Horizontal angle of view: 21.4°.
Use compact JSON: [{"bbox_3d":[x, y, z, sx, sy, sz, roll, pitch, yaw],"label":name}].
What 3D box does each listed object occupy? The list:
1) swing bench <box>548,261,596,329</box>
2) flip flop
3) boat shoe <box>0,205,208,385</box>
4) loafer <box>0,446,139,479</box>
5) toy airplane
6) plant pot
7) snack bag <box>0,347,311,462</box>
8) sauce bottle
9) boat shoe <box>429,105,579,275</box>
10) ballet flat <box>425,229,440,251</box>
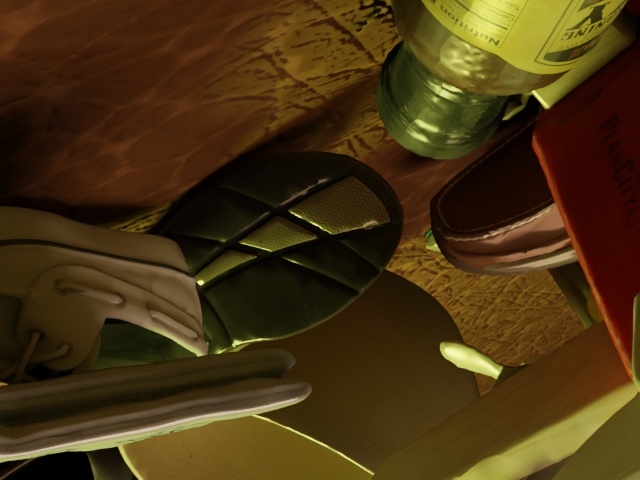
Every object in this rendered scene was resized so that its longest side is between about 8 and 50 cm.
[{"bbox_3d":[0.289,-0.036,1.299,0.253,0.254,0.165,-30,137,0],"label":"swing bench"},{"bbox_3d":[-0.065,0.031,1.084,0.277,0.112,0.080,-39,-171,28],"label":"flip flop"},{"bbox_3d":[-0.151,0.040,0.921,0.095,0.084,0.258,-39,156,32],"label":"boat shoe"},{"bbox_3d":[-0.197,0.208,1.421,0.302,0.109,0.095,-27,162,3],"label":"loafer"},{"bbox_3d":[0.227,0.028,0.934,0.386,0.272,0.384,11,-110,52],"label":"toy airplane"},{"bbox_3d":[0.011,0.129,1.305,0.191,0.284,0.284,-62,-176,-30],"label":"plant pot"},{"bbox_3d":[-0.222,0.102,0.812,0.343,0.037,0.323,-5,173,-29],"label":"snack bag"},{"bbox_3d":[0.093,-0.138,0.769,0.111,0.111,0.344,-25,167,-17],"label":"sauce bottle"},{"bbox_3d":[0.214,-0.092,1.188,0.324,0.123,0.116,-31,134,-3],"label":"boat shoe"},{"bbox_3d":[0.170,-0.015,1.457,0.168,0.052,0.057,-23,165,-22],"label":"ballet flat"}]
